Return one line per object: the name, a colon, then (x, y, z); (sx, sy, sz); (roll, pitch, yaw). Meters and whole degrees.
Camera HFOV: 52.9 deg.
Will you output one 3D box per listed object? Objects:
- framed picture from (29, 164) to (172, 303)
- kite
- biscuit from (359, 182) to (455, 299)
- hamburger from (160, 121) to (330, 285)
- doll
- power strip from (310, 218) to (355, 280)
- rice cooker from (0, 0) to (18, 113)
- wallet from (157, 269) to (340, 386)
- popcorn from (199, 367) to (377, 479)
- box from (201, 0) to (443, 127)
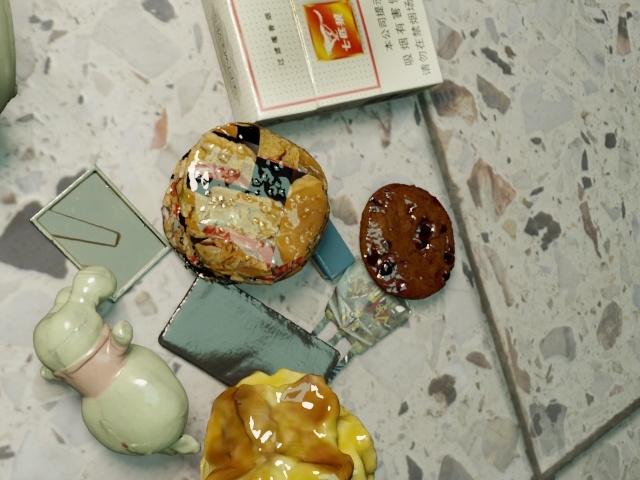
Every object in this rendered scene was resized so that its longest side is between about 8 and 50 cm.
framed picture: (-0.281, -0.008, 0.836); (0.109, 0.011, 0.149); (-47, 107, -22)
kite: (0.039, 0.135, 0.991); (0.245, 0.015, 0.141); (-45, 103, -23)
biscuit: (0.141, 0.000, 1.029); (0.191, 0.049, 0.192); (6, 76, -26)
hamburger: (-0.098, -0.044, 0.868); (0.230, 0.107, 0.231); (4, 78, -21)
doll: (-0.251, 0.172, 0.777); (0.275, 0.154, 0.113); (62, 27, -11)
power strip: (0.000, 0.000, 0.970); (0.056, 0.032, 0.123); (-40, 104, -24)
rice cooker: (-0.472, -0.234, 0.566); (0.325, 0.335, 0.336); (-17, 95, -32)
wallet: (-0.096, 0.152, 0.907); (0.244, 0.025, 0.124); (34, 74, -16)
popcorn: (-0.052, 0.325, 0.791); (0.225, 0.265, 0.333); (18, 106, -17)
box: (0.009, -0.299, 0.961); (0.330, 0.095, 0.210); (-17, 94, -26)
